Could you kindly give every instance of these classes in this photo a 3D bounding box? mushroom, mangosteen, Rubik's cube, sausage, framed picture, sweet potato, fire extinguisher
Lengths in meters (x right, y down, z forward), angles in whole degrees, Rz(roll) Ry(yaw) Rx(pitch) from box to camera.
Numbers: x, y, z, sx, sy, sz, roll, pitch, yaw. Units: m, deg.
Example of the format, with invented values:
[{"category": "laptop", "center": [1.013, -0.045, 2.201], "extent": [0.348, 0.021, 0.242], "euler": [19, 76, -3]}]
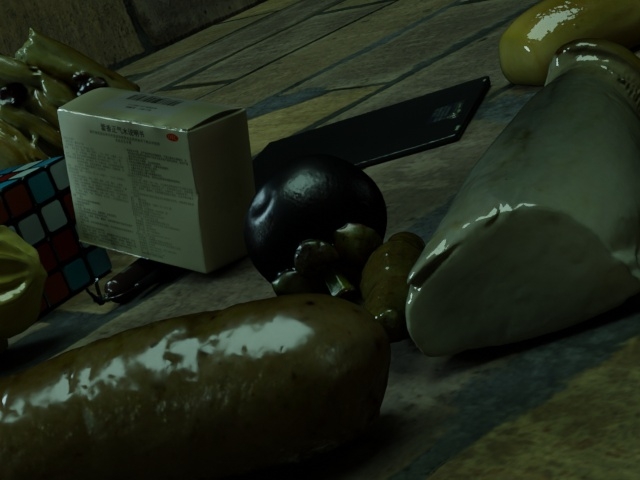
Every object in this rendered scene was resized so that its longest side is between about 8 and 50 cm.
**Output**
[{"category": "mushroom", "center": [0.199, -0.046, 1.135], "extent": [0.154, 0.137, 0.407], "euler": [-26, 16, 36]}, {"category": "mangosteen", "center": [0.000, 0.000, 1.274], "extent": [0.137, 0.137, 0.151], "euler": [-21, 48, 2]}, {"category": "Rubik's cube", "center": [-0.370, 0.003, 1.665], "extent": [0.154, 0.155, 0.151], "euler": [-7, 21, 41]}, {"category": "sausage", "center": [-0.187, 0.152, 0.990], "extent": [0.501, 0.123, 0.136], "euler": [-20, 45, 5]}, {"category": "framed picture", "center": [0.045, -0.128, 1.833], "extent": [0.339, 0.014, 0.255], "euler": [-16, 17, 21]}, {"category": "sweet potato", "center": [0.066, 0.033, 1.161], "extent": [0.067, 0.067, 0.274], "euler": [-18, 11, 13]}, {"category": "fire extinguisher", "center": [-0.192, 0.036, 1.560], "extent": [0.049, 0.035, 0.173], "euler": [28, 36, 17]}]

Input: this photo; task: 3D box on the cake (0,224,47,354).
[{"category": "cake", "center": [-0.447, 0.065, 1.429], "extent": [0.286, 0.222, 0.227], "euler": [-14, 18, 22]}]

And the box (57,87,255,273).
[{"category": "box", "center": [-0.178, -0.071, 1.541], "extent": [0.212, 0.168, 0.095], "euler": [13, 30, 38]}]

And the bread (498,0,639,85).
[{"category": "bread", "center": [0.329, -0.275, 1.801], "extent": [0.217, 0.098, 0.147], "euler": [-24, 12, -15]}]

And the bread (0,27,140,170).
[{"category": "bread", "center": [-0.420, -0.139, 1.851], "extent": [0.314, 0.370, 0.191], "euler": [108, -175, -64]}]
